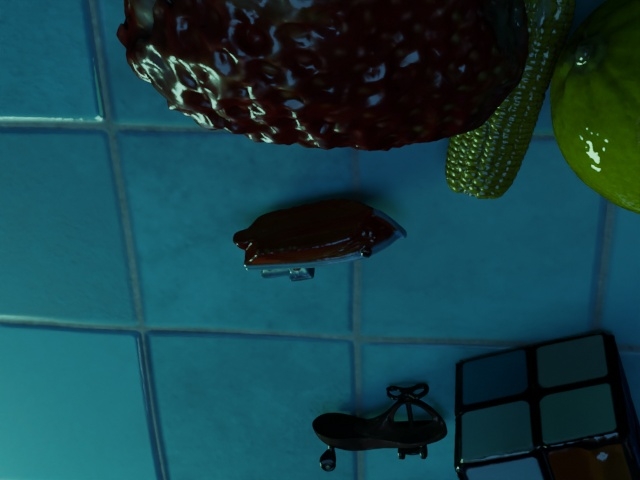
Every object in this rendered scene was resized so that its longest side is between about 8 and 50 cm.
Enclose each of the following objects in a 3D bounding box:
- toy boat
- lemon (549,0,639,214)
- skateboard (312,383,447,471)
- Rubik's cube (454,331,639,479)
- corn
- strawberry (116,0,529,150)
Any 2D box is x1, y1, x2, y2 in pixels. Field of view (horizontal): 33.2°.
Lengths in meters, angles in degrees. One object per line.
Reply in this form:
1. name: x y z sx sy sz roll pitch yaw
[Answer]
1. toy boat: 0.000 0.000 1.087 0.172 0.069 0.059 -11 140 16
2. lemon: 0.295 -0.113 0.904 0.231 0.192 0.192 17 125 -28
3. skateboard: 0.066 0.206 1.215 0.151 0.067 0.080 -6 110 5
4. Rubik's cube: 0.248 0.226 1.133 0.180 0.167 0.183 -16 117 18
5. corn: 0.168 -0.141 0.971 0.080 0.080 0.238 15 123 -2
6. strawberry: -0.003 -0.196 0.838 0.310 0.291 0.292 40 122 14
